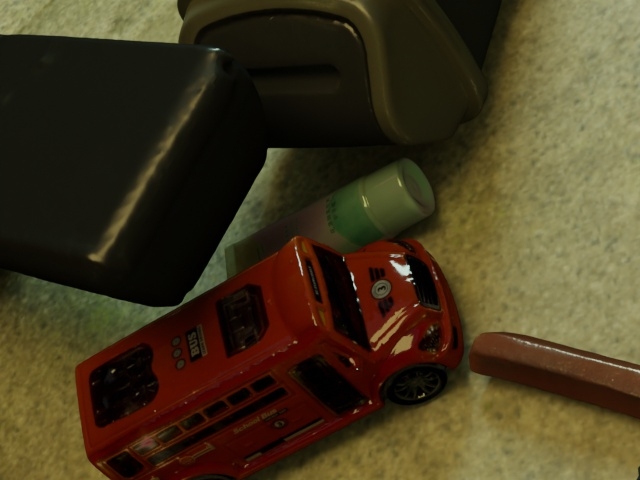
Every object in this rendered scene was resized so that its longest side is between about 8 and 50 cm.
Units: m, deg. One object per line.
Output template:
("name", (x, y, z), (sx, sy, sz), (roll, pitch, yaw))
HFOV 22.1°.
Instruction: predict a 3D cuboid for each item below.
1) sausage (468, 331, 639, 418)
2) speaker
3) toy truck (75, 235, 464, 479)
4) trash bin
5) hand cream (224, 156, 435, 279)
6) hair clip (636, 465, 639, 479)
("sausage", (0.157, 0.083, 1.016), (0.147, 0.035, 0.030), (13, 101, 37))
("speaker", (-0.184, -0.033, 1.193), (0.388, 0.184, 0.180), (11, 65, 44))
("toy truck", (-0.036, 0.081, 1.093), (0.252, 0.114, 0.107), (-30, 47, 16))
("trash bin", (0.030, -0.192, 1.190), (0.209, 0.182, 0.290), (1, 56, 36))
("hand cream", (0.000, 0.000, 1.177), (0.174, 0.047, 0.076), (-29, 50, 27))
("hair clip", (0.281, 0.196, 0.734), (0.206, 0.194, 0.310), (-41, 63, -3))
